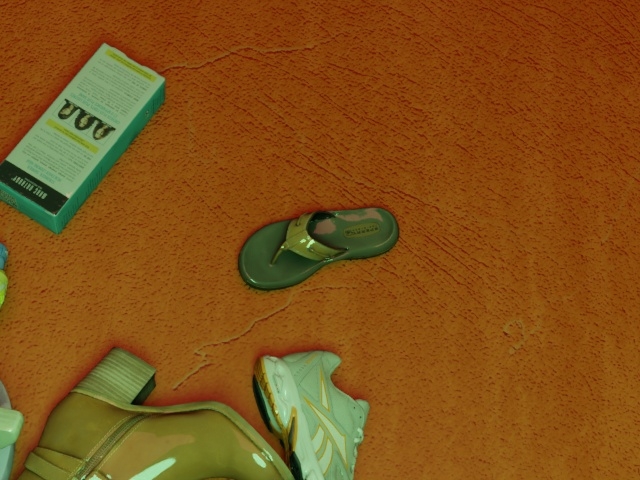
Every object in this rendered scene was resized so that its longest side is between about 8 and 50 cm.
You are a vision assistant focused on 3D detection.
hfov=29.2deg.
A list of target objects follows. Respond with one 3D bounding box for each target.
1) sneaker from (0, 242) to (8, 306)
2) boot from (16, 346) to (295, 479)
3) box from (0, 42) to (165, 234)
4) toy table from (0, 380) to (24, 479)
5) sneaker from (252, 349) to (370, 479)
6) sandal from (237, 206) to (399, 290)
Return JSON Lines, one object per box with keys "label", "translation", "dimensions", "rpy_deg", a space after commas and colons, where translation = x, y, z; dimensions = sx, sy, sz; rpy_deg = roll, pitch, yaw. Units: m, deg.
{"label": "sneaker", "translation": [-0.490, 0.026, 1.487], "dimensions": [0.240, 0.091, 0.126], "rpy_deg": [12, 47, -1]}
{"label": "boot", "translation": [-0.194, 0.270, 1.387], "dimensions": [0.283, 0.109, 0.220], "rpy_deg": [30, 64, 9]}
{"label": "box", "translation": [-0.307, -0.133, 1.582], "dimensions": [0.101, 0.060, 0.244], "rpy_deg": [31, 66, 7]}
{"label": "toy table", "translation": [-0.434, 0.217, 1.325], "dimensions": [0.252, 0.160, 0.274], "rpy_deg": [0, 52, -1]}
{"label": "sneaker", "translation": [0.015, 0.241, 1.438], "dimensions": [0.121, 0.099, 0.262], "rpy_deg": [-14, 69, -18]}
{"label": "sandal", "translation": [0.000, 0.000, 1.561], "dimensions": [0.219, 0.060, 0.090], "rpy_deg": [-12, 68, -12]}
